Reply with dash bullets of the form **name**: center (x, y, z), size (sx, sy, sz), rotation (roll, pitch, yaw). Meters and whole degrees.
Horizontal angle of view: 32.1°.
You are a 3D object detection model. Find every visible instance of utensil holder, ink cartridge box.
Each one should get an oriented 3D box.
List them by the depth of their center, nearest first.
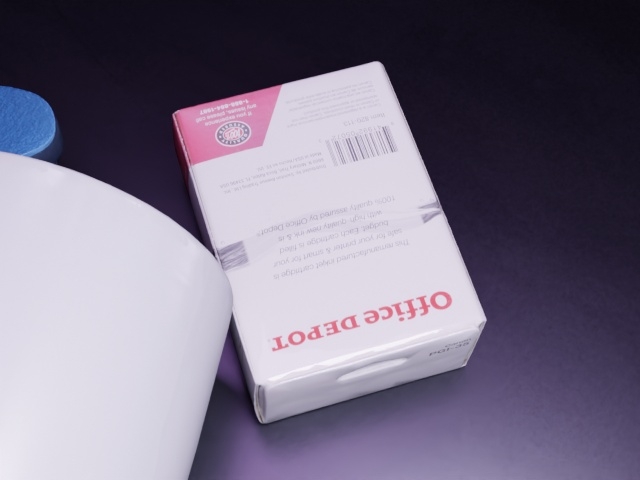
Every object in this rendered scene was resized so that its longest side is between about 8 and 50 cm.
- **utensil holder**: center (-0.261, 0.172, 0.819), size (0.327, 0.328, 0.386), rotation (12, 62, 5)
- **ink cartridge box**: center (0.000, 0.000, 1.015), size (0.207, 0.117, 0.283), rotation (-15, 65, -9)

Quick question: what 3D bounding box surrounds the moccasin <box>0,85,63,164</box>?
- **moccasin**: center (-0.406, -0.057, 1.045), size (0.342, 0.117, 0.138), rotation (-11, 52, -1)
